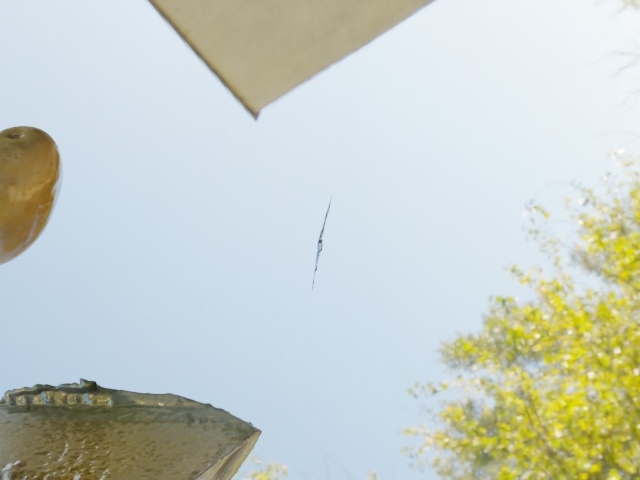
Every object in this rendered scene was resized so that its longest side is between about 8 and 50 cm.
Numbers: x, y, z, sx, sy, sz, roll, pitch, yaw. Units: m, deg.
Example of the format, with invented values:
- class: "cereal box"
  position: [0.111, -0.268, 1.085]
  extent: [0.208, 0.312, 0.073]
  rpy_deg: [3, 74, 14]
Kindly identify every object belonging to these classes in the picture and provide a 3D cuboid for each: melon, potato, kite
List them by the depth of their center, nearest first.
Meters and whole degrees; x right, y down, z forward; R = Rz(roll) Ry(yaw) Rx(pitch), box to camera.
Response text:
- class: "melon"
  position: [-0.134, 0.152, 0.424]
  extent: [0.093, 0.202, 0.140]
  rpy_deg: [-55, -35, -83]
- class: "kite"
  position: [0.000, 0.000, 1.028]
  extent: [0.090, 0.004, 0.122]
  rpy_deg: [-106, 28, -80]
- class: "potato"
  position: [-0.444, -0.059, 1.124]
  extent: [0.146, 0.234, 0.150]
  rpy_deg: [32, -155, -32]
